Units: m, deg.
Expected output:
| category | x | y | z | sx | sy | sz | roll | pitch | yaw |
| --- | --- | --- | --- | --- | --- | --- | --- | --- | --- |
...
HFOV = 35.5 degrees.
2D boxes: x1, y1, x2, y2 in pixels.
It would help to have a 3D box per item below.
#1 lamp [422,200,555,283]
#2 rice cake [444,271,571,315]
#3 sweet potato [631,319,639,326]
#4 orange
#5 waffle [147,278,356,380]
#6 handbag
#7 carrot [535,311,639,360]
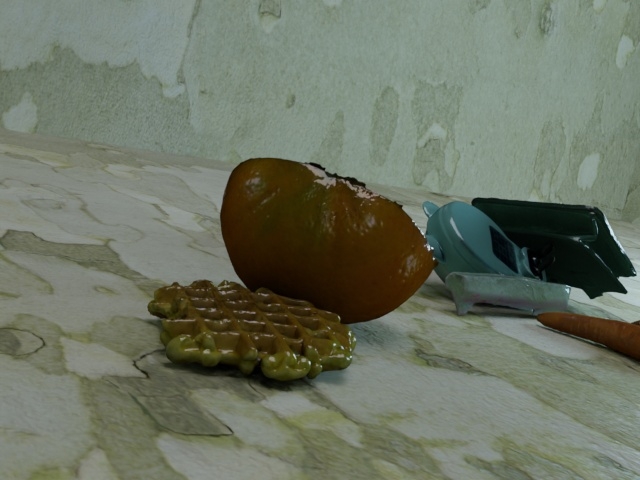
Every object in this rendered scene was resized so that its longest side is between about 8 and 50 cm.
| category | x | y | z | sx | sy | sz | roll | pitch | yaw |
| --- | --- | --- | --- | --- | --- | --- | --- | --- | --- |
| lamp | 0.317 | 0.033 | 1.942 | 0.284 | 0.147 | 0.209 | 18 | 36 | -8 |
| rice cake | 0.348 | 0.103 | 1.834 | 0.290 | 0.081 | 0.051 | 6 | -7 | -34 |
| sweet potato | 0.650 | 0.186 | 1.777 | 0.205 | 0.060 | 0.068 | 13 | 47 | 3 |
| orange | -0.007 | -0.004 | 1.496 | 0.310 | 0.274 | 0.274 | 53 | 26 | 19 |
| waffle | -0.093 | 0.111 | 1.293 | 0.281 | 0.058 | 0.301 | 12 | 10 | 3 |
| handbag | 0.463 | 0.018 | 2.072 | 0.326 | 0.089 | 0.238 | 6 | -31 | 47 |
| carrot | 0.503 | 0.163 | 1.736 | 0.271 | 0.066 | 0.062 | 18 | -33 | 47 |
